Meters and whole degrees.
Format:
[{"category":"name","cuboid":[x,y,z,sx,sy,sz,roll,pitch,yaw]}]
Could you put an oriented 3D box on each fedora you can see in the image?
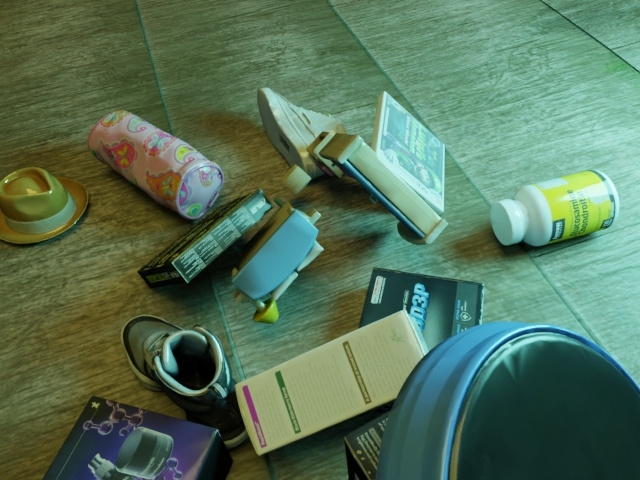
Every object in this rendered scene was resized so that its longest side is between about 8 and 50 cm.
[{"category":"fedora","cuboid":[-0.537,-0.080,1.103,0.194,0.079,0.194,-2,48,2]}]

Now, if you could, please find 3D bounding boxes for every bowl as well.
[{"category":"bowl","cuboid":[0.230,0.266,0.569,0.390,0.077,0.392,14,63,-29]}]

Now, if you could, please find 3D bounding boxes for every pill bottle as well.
[{"category":"pill bottle","cuboid":[0.382,-0.049,0.974,0.184,0.103,0.103,-14,48,-7]}]

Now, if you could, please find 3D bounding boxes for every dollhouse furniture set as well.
[{"category":"dollhouse furniture set","cuboid":[0.000,0.000,0.979,0.303,0.198,0.286,-47,16,1]}]

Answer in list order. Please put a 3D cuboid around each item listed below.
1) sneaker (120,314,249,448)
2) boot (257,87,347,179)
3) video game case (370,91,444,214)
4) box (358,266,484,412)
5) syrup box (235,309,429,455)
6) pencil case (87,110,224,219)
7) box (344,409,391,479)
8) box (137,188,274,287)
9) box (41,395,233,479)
[{"category":"sneaker","cuboid":[-0.196,0.156,0.807,0.268,0.153,0.101,34,58,31]},{"category":"boot","cuboid":[-0.030,-0.227,1.193,0.123,0.095,0.258,-19,57,-20]},{"category":"video game case","cuboid":[0.163,-0.161,1.075,0.022,0.173,0.191,-33,33,38]},{"category":"box","cuboid":[0.140,0.147,0.854,0.175,0.051,0.220,8,49,13]},{"category":"syrup box","cuboid":[0.023,0.180,0.742,0.236,0.093,0.096,-25,71,10]},{"category":"pencil case","cuboid":[-0.314,-0.149,1.122,0.284,0.124,0.124,30,57,29]},{"category":"box","cuboid":[0.118,0.260,0.685,0.158,0.156,0.093,-24,49,-16]},{"category":"box","cuboid":[-0.188,0.000,0.952,0.190,0.045,0.184,-44,19,-30]},{"category":"box","cuboid":[-0.242,0.337,0.688,0.184,0.103,0.261,8,49,16]}]
